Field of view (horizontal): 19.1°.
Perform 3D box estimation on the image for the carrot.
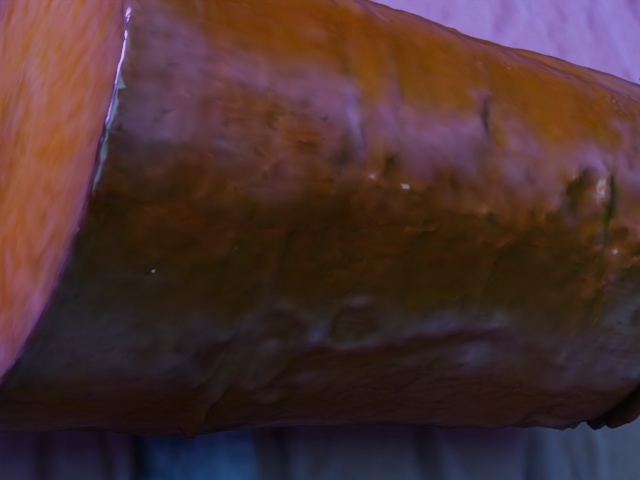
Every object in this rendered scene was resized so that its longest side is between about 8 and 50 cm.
[{"bbox_3d":[0.000,0.000,0.680,0.254,0.196,0.196,14,59,-25],"label":"carrot"}]
